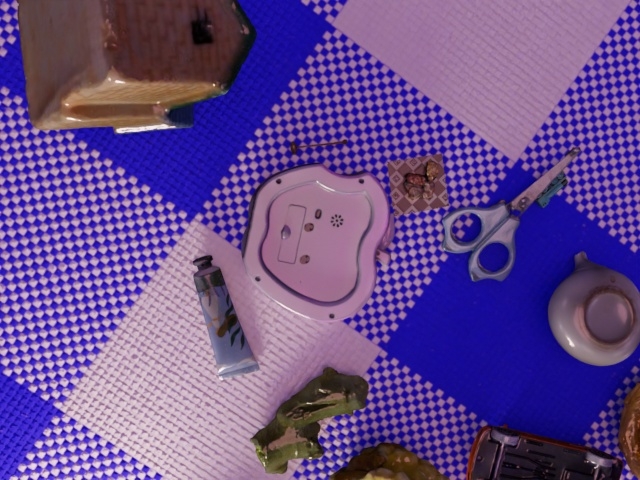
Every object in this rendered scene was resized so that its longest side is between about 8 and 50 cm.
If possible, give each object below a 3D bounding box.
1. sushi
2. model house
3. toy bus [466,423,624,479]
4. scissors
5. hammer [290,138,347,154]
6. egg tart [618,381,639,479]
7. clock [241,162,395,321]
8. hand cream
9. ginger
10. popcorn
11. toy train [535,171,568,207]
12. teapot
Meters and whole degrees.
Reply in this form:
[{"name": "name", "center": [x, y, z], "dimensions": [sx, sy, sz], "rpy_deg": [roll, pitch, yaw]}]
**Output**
[{"name": "sushi", "center": [0.212, -0.120, 1.644], "dimensions": [0.126, 0.026, 0.120], "rpy_deg": [-10, 96, -4]}, {"name": "model house", "center": [-0.326, -0.378, 1.414], "dimensions": [0.342, 0.382, 0.335], "rpy_deg": [-8, 97, -40]}, {"name": "toy bus", "center": [0.470, 0.489, 1.656], "dimensions": [0.329, 0.153, 0.143], "rpy_deg": [14, 92, -8]}, {"name": "scissors", "center": [0.425, -0.073, 1.649], "dimensions": [0.191, 0.029, 0.360], "rpy_deg": [45, 95, -5]}, {"name": "hammer", "center": [-0.003, -0.203, 1.624], "dimensions": [0.122, 0.014, 0.029], "rpy_deg": [-7, 104, -6]}, {"name": "egg tart", "center": [0.784, 0.417, 1.698], "dimensions": [0.290, 0.115, 0.290], "rpy_deg": [0, 93, -3]}, {"name": "clock", "center": [0.000, 0.000, 1.598], "dimensions": [0.338, 0.102, 0.339], "rpy_deg": [0, 95, -5]}, {"name": "hand cream", "center": [-0.208, 0.164, 1.620], "dimensions": [0.091, 0.058, 0.271], "rpy_deg": [-16, 101, 0]}, {"name": "ginger", "center": [-0.023, 0.387, 1.640], "dimensions": [0.137, 0.089, 0.290], "rpy_deg": [42, 85, 11]}, {"name": "popcorn", "center": [0.143, 0.545, 1.586], "dimensions": [0.293, 0.293, 0.237], "rpy_deg": [-22, 78, -3]}, {"name": "toy train", "center": [0.502, -0.114, 1.670], "dimensions": [0.092, 0.029, 0.045], "rpy_deg": [-41, 105, -2]}, {"name": "teapot", "center": [0.633, 0.186, 1.645], "dimensions": [0.318, 0.149, 0.220], "rpy_deg": [35, 82, -5]}]
